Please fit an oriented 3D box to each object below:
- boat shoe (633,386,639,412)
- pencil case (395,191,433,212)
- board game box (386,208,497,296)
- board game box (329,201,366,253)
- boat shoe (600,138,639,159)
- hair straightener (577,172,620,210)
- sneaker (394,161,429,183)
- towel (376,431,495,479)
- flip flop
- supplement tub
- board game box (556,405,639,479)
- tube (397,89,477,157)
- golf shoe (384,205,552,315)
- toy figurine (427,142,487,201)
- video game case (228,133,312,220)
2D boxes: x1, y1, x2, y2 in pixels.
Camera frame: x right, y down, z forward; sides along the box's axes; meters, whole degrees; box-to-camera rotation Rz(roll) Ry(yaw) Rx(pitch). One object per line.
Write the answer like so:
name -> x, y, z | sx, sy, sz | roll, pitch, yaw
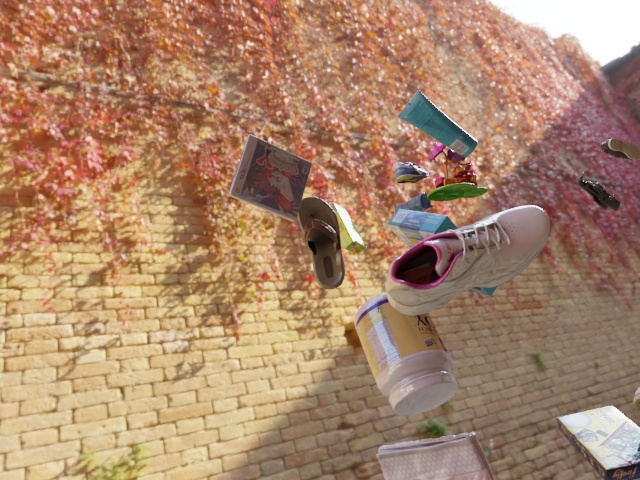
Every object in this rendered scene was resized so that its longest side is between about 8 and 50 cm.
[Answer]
boat shoe -> 0.764, 0.271, 0.890 | 0.302, 0.103, 0.113 | -28, -71, 38
pencil case -> 0.352, -0.130, 1.784 | 0.070, 0.064, 0.152 | -42, 10, -35
board game box -> 0.414, 0.038, 1.580 | 0.336, 0.254, 0.079 | 43, -101, -25
board game box -> 0.087, -0.043, 1.641 | 0.043, 0.181, 0.092 | -38, -32, 21
boat shoe -> 0.939, -0.282, 1.460 | 0.133, 0.048, 0.042 | 15, -9, -13
hair straightener -> 0.966, -0.167, 1.602 | 0.231, 0.089, 0.047 | 32, -96, -28
sneaker -> 0.266, -0.201, 1.364 | 0.144, 0.059, 0.053 | -5, -19, -47
towel -> 0.345, 0.729, 1.333 | 0.332, 0.316, 0.053 | -26, -13, 31
flip flop -> 0.000, 0.000, 1.303 | 0.112, 0.276, 0.080 | -15, -17, 12
supplement tub -> 0.265, 0.347, 1.470 | 0.241, 0.331, 0.240 | -12, -41, -10
board game box -> 0.763, 0.528, 1.229 | 0.165, 0.042, 0.243 | -14, 8, 3
tube -> 0.301, -0.287, 1.181 | 0.207, 0.052, 0.080 | 32, -70, -13
golf shoe -> 0.246, 0.025, 0.780 | 0.306, 0.115, 0.140 | -30, -28, 4
toy figurine -> 0.366, -0.202, 1.284 | 0.173, 0.159, 0.130 | -1, -14, -18
video game case -> -0.134, -0.172, 1.300 | 0.202, 0.183, 0.023 | 21, -15, -25
